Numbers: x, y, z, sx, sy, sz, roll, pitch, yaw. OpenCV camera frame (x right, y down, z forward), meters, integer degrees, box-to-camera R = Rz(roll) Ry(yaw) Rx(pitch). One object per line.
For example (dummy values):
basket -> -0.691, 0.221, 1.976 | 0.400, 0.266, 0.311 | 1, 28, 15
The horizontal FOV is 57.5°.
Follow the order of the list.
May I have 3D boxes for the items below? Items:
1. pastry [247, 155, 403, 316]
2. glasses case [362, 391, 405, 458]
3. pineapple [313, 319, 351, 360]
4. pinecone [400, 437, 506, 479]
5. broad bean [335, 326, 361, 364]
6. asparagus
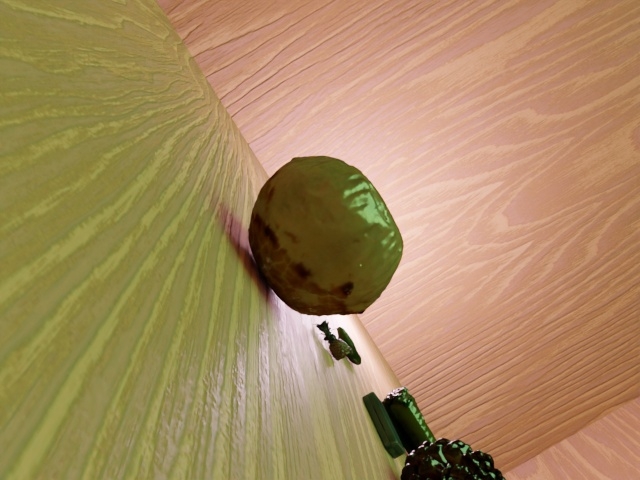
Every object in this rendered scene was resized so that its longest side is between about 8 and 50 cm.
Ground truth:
pastry -> 0.000, 0.000, 1.345 | 0.388, 0.312, 0.388 | 56, -9, 13
glasses case -> 0.178, 0.520, 1.651 | 0.078, 0.039, 0.184 | 56, 4, -40
pineapple -> 0.032, 0.273, 1.625 | 0.124, 0.058, 0.058 | 54, 2, 12
pinecone -> 0.293, 0.585, 1.372 | 0.246, 0.246, 0.292 | 59, -17, -4
broad bean -> 0.095, 0.353, 1.889 | 0.061, 0.046, 0.195 | 45, -12, 44
asparagus -> 0.329, 0.671, 1.941 | 0.108, 0.128, 0.382 | -26, 85, -51
